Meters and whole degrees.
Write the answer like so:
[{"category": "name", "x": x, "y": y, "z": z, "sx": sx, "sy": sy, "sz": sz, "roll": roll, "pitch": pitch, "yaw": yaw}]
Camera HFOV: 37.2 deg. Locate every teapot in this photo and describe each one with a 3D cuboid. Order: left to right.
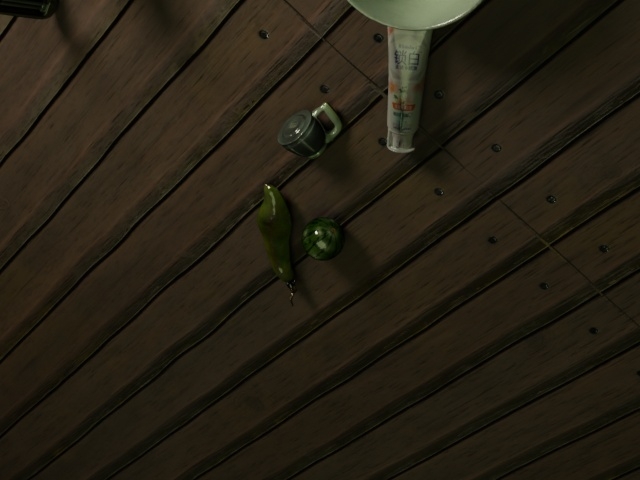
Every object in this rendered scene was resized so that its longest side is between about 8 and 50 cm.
[{"category": "teapot", "x": -0.017, "y": -0.220, "z": 1.988, "sx": 0.124, "sy": 0.092, "sz": 0.091, "roll": -20, "pitch": 135, "yaw": 35}]

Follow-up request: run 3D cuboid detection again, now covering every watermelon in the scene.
[{"category": "watermelon", "x": 0.003, "y": 0.000, "z": 2.141, "sx": 0.109, "sy": 0.109, "sz": 0.109, "roll": 8, "pitch": 128, "yaw": 11}]

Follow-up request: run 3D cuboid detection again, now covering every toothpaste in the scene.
[{"category": "toothpaste", "x": 0.170, "y": -0.328, "z": 1.867, "sx": 0.100, "sy": 0.066, "sz": 0.323, "roll": 8, "pitch": 123, "yaw": 10}]

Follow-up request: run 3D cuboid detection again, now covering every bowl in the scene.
[{"category": "bowl", "x": 0.165, "y": -0.531, "z": 1.644, "sx": 0.307, "sy": 0.163, "sz": 0.307, "roll": 8, "pitch": 129, "yaw": 10}]

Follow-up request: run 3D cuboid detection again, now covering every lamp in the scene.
[{"category": "lamp", "x": -0.501, "y": -0.515, "z": 1.841, "sx": 0.283, "sy": 0.203, "sz": 0.124, "roll": -9, "pitch": 104, "yaw": 27}]

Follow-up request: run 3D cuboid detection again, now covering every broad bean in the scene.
[{"category": "broad bean", "x": -0.096, "y": 0.001, "z": 2.199, "sx": 0.075, "sy": 0.067, "sz": 0.325, "roll": 25, "pitch": 140, "yaw": 38}]
